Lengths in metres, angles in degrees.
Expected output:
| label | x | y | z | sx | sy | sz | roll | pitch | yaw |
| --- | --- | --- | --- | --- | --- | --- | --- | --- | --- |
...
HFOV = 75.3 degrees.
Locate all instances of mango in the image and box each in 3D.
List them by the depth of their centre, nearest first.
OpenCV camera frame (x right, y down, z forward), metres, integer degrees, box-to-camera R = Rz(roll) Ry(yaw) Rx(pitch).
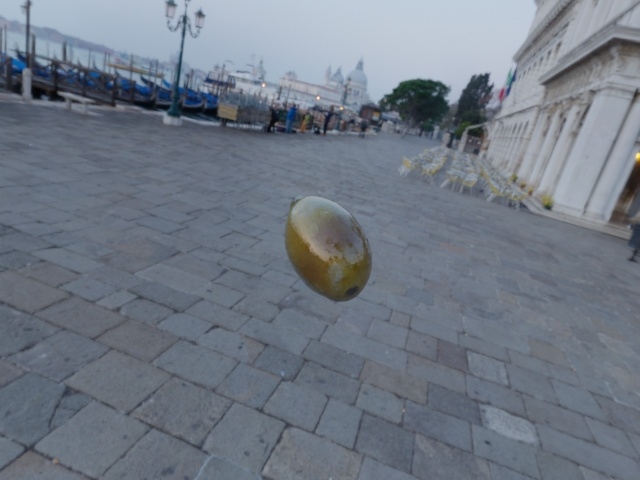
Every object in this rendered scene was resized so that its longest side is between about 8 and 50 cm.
| label | x | y | z | sx | sy | sz | roll | pitch | yaw |
| --- | --- | --- | --- | --- | --- | --- | --- | --- | --- |
| mango | 0.000 | 0.000 | 0.808 | 0.146 | 0.193 | 0.316 | -28 | 29 | -6 |
